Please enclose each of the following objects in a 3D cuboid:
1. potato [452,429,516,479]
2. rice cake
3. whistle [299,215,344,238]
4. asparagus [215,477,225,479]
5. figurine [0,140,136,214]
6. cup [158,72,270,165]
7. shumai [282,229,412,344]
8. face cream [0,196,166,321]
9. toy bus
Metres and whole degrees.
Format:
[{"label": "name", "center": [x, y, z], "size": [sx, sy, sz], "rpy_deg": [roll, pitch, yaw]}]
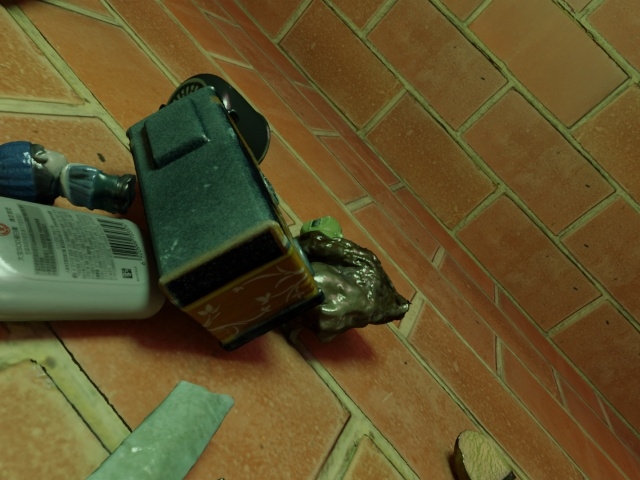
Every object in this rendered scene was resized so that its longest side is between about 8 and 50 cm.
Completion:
[{"label": "potato", "center": [0.270, 0.390, 0.796], "size": [0.096, 0.066, 0.103], "rpy_deg": [-6, 56, -32]}, {"label": "rice cake", "center": [-0.153, 0.197, 0.388], "size": [0.069, 0.063, 0.206], "rpy_deg": [39, 21, 0]}, {"label": "whistle", "center": [0.000, 0.000, 0.955], "size": [0.227, 0.105, 0.085], "rpy_deg": [-78, 152, -67]}, {"label": "asparagus", "center": [-0.073, 0.302, 0.413], "size": [0.163, 0.016, 0.016], "rpy_deg": [61, 8, 34]}, {"label": "figurine", "center": [-0.298, -0.066, 0.527], "size": [0.149, 0.086, 0.087], "rpy_deg": [16, 50, -11]}, {"label": "cup", "center": [-0.215, -0.221, 0.885], "size": [0.223, 0.170, 0.176], "rpy_deg": [23, 3, 35]}, {"label": "shumai", "center": [0.015, 0.109, 0.758], "size": [0.218, 0.183, 0.185], "rpy_deg": [50, 55, -22]}, {"label": "face cream", "center": [-0.292, 0.017, 0.435], "size": [0.291, 0.071, 0.144], "rpy_deg": [11, 37, -56]}, {"label": "toy bus", "center": [-0.138, -0.043, 0.617], "size": [0.324, 0.161, 0.194], "rpy_deg": [62, 0, 37]}]
